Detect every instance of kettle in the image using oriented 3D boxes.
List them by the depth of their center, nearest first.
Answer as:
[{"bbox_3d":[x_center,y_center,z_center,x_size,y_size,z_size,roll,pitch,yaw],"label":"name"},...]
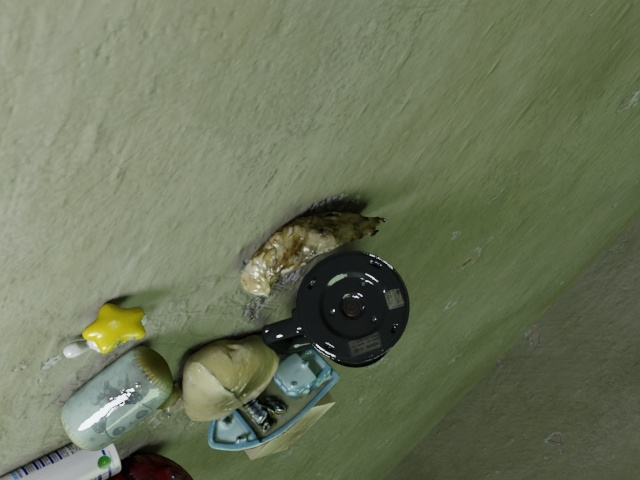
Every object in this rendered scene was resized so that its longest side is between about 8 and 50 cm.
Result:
[{"bbox_3d":[0.044,0.172,1.592,0.262,0.203,0.308,-44,168,-7],"label":"kettle"}]

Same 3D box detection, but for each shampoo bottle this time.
[{"bbox_3d":[-0.521,0.453,1.484,0.303,0.092,0.092,-22,152,-32],"label":"shampoo bottle"}]

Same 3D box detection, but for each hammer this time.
[{"bbox_3d":[-0.327,0.289,1.475,0.202,0.113,0.305,-35,164,2],"label":"hammer"}]

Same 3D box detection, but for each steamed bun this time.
[{"bbox_3d":[-0.172,0.275,1.635,0.212,0.110,0.231,-29,156,-24],"label":"steamed bun"}]

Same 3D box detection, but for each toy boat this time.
[{"bbox_3d":[-0.114,0.358,1.810,0.332,0.145,0.133,-34,156,-23],"label":"toy boat"}]

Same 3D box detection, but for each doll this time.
[{"bbox_3d":[-0.332,0.142,1.249,0.135,0.071,0.113,-27,173,-9],"label":"doll"}]

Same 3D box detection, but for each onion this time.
[{"bbox_3d":[-0.360,0.560,1.732,0.190,0.246,0.246,-54,153,11],"label":"onion"}]

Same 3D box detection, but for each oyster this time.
[{"bbox_3d":[-0.005,-0.001,1.427,0.294,0.094,0.166,-27,174,-45],"label":"oyster"}]

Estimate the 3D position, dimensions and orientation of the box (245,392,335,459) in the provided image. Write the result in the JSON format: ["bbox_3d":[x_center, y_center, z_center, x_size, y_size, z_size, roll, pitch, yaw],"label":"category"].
[{"bbox_3d":[-0.090,0.451,2.074,0.212,0.095,0.168,-47,153,21],"label":"box"}]
